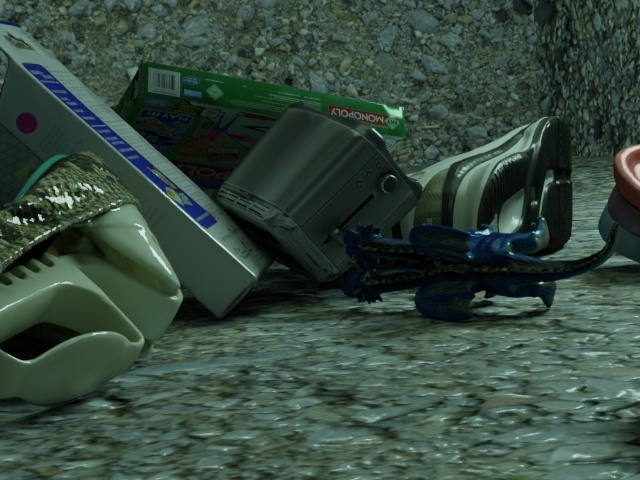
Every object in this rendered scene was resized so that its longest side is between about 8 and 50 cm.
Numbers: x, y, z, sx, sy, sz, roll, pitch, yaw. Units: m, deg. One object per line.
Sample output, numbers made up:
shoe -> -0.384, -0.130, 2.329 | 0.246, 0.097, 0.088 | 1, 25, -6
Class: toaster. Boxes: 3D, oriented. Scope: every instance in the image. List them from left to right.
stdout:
toaster -> -0.011, -0.053, 1.450 | 0.146, 0.129, 0.227 | -47, 32, -10

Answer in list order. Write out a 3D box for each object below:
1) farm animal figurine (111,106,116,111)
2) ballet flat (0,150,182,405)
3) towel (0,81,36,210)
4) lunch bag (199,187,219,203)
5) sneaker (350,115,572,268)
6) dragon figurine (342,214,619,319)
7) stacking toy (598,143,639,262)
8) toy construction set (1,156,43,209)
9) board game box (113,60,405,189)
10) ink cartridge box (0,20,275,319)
farm animal figurine -> -0.320, -0.101, 2.179 | 0.330, 0.172, 0.327 | 32, -2, -8
ballet flat -> -0.208, 0.047, 1.028 | 0.182, 0.164, 0.483 | 20, 16, 9
towel -> -0.474, -0.058, 1.632 | 0.317, 0.053, 0.332 | -5, -37, -26
lunch bag -> -0.125, -0.068, 1.943 | 0.235, 0.168, 0.287 | -2, -2, 38
sneaker -> 0.152, -0.062, 1.671 | 0.258, 0.169, 0.447 | 1, 9, 24
dragon figurine -> 0.131, 0.024, 1.233 | 0.144, 0.085, 0.289 | -7, 6, -31
stacking toy -> 0.472, -0.002, 1.480 | 0.309, 0.130, 0.279 | -9, 34, -25
toy construction set -> -0.284, -0.007, 1.569 | 0.215, 0.151, 0.328 | -2, -5, 11
board game box -> -0.087, -0.120, 1.628 | 0.317, 0.046, 0.213 | 8, -25, -21
ink cartridge box -> -0.204, -0.076, 1.363 | 0.069, 0.371, 0.176 | -46, 1, 7
